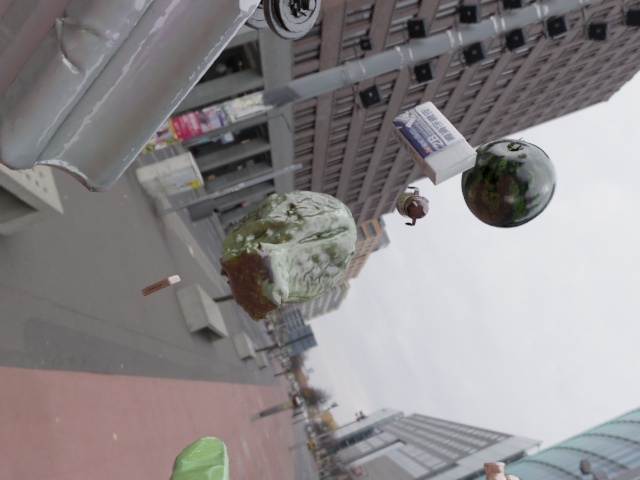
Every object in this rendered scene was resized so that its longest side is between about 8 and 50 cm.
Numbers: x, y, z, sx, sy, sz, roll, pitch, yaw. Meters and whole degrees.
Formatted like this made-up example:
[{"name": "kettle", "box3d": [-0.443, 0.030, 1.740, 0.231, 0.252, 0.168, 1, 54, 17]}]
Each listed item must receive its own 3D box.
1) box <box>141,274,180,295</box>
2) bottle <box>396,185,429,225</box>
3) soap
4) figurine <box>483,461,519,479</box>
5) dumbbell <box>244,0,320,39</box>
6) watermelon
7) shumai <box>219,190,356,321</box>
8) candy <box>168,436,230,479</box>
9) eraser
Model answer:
[{"name": "box", "box3d": [-0.450, 0.126, 1.504, 0.048, 0.115, 0.025, -28, 95, -63]}, {"name": "bottle", "box3d": [0.155, -0.058, 0.894, 0.101, 0.047, 0.063, -90, 157, -82]}, {"name": "soap", "box3d": [-0.323, -0.340, 0.773, 0.350, 0.435, 0.212, 49, 15, 25]}, {"name": "figurine", "box3d": [0.363, 0.541, 0.991, 0.276, 0.200, 0.133, -74, 156, -66]}, {"name": "dumbbell", "box3d": [-0.118, -0.643, 1.415, 0.289, 0.192, 0.192, 31, -32, 37]}, {"name": "watermelon", "box3d": [0.534, -0.165, 1.544, 0.269, 0.268, 0.269, 160, -90, -82]}, {"name": "shumai", "box3d": [-0.045, 0.041, 0.973, 0.222, 0.260, 0.225, -117, -169, -60]}, {"name": "candy", "box3d": [-0.244, 0.513, 1.090, 0.343, 0.131, 0.142, 160, -89, -80]}, {"name": "eraser", "box3d": [0.283, -0.247, 1.355, 0.210, 0.124, 0.068, 59, -10, 32]}]
